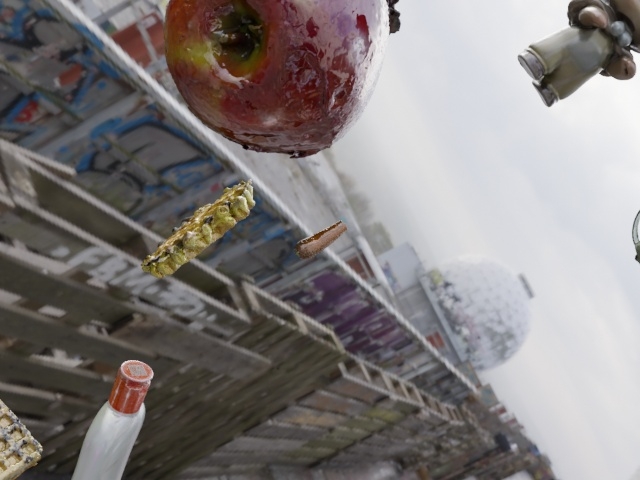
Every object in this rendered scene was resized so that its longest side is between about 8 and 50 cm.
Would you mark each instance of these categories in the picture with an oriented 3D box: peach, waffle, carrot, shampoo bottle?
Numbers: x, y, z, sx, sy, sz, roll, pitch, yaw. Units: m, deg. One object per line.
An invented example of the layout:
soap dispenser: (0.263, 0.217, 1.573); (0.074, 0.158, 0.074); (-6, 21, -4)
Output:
peach: (-0.064, -0.309, 1.254); (0.339, 0.353, 0.416); (23, 20, 9)
waffle: (-0.259, -0.023, 1.710); (0.062, 0.329, 0.329); (51, 10, -11)
carrot: (0.000, 0.000, 1.212); (0.032, 0.093, 0.032); (40, -31, 31)
shampoo bottle: (-0.263, 0.249, 1.002); (0.051, 0.220, 0.108); (28, 23, 8)
waffle: (-0.404, 0.252, 0.915); (0.102, 0.042, 0.148); (46, 32, 6)

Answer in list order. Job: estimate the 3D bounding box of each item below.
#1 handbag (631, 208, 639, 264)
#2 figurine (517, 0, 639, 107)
handbag: (0.646, -0.013, 1.347); (0.079, 0.256, 0.219); (-5, 65, -41)
figurine: (0.503, -0.363, 1.280); (0.248, 0.381, 0.203); (52, 8, -20)
